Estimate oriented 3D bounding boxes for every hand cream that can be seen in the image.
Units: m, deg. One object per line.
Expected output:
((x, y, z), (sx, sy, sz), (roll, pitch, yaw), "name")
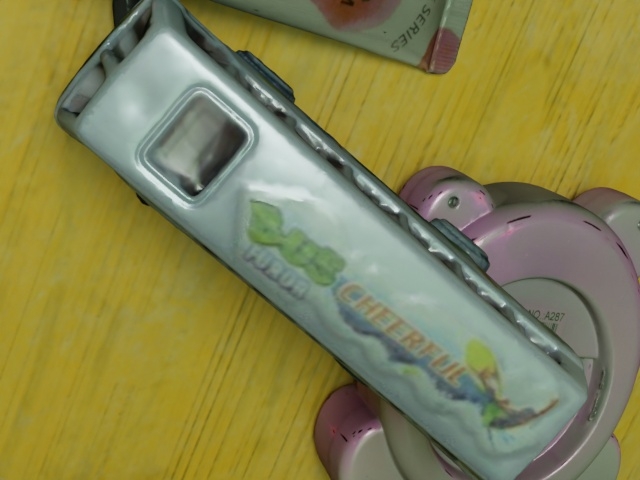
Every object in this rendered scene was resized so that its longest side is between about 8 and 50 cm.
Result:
((-0.032, -0.177, 0.596), (0.340, 0.077, 0.124), (5, 109, -35), "hand cream")

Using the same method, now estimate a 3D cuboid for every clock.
((0.124, 0.078, 0.751), (0.227, 0.090, 0.248), (6, 106, -20), "clock")

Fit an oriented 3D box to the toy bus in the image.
((0.000, 0.000, 0.598), (0.329, 0.136, 0.109), (40, 97, -10), "toy bus")

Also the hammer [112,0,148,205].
((-0.107, -0.138, 0.632), (0.103, 0.029, 0.246), (-13, 114, -12), "hammer")
